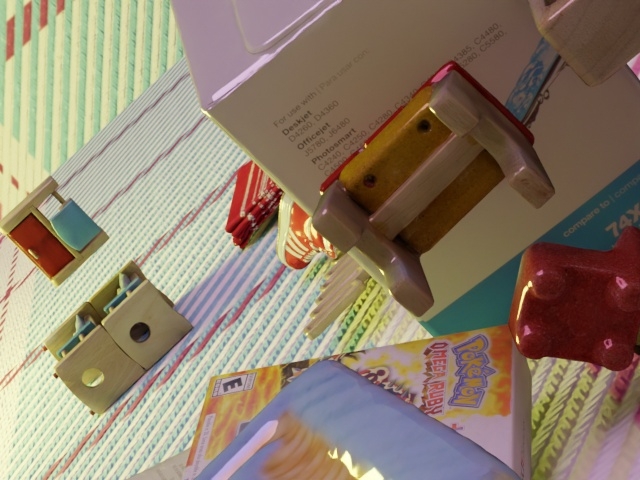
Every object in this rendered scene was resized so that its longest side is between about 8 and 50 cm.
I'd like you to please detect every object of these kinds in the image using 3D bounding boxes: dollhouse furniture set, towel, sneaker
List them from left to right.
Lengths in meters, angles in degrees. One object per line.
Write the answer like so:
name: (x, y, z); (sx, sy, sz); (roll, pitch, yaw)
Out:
dollhouse furniture set: (-0.242, 0.052, 1.544); (0.129, 0.183, 0.129); (-44, 16, -5)
sneaker: (0.000, 0.000, 1.346); (0.042, 0.067, 0.118); (-50, -20, -26)
towel: (0.003, -0.121, 1.643); (0.275, 0.031, 0.199); (-44, 15, 17)
dollhouse furniture set: (0.195, -0.092, 0.810); (0.374, 0.201, 0.152); (-43, 15, 19)

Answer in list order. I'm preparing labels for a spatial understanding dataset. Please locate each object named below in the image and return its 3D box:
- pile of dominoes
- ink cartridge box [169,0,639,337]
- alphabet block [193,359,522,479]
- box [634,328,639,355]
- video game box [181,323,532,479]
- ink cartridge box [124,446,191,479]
pile of dominoes: (0.082, -0.010, 1.250); (0.196, 0.040, 0.251); (-42, 8, 17)
ink cartridge box: (0.069, -0.102, 0.978); (0.197, 0.270, 0.198); (-38, 34, 13)
alphabet block: (0.023, 0.186, 0.551); (0.193, 0.197, 0.192); (-44, 15, -6)
box: (0.263, -0.004, 0.795); (0.201, 0.021, 0.164); (-45, 16, -10)
video game box: (0.016, 0.133, 0.829); (0.187, 0.048, 0.205); (-9, 31, 13)
ink cartridge box: (-0.159, 0.220, 0.933); (0.371, 0.069, 0.176); (-24, 13, -12)
